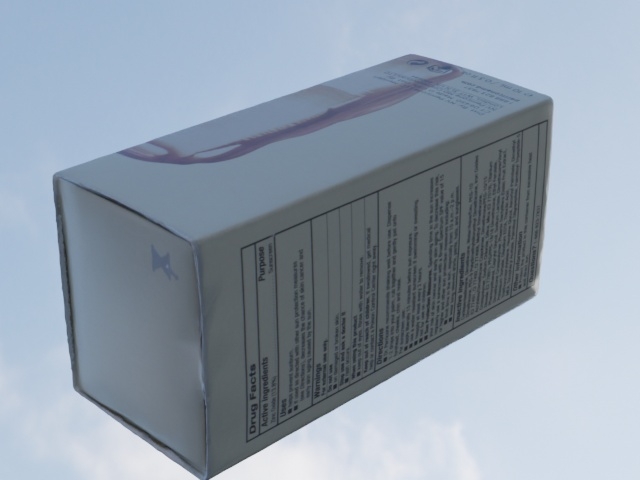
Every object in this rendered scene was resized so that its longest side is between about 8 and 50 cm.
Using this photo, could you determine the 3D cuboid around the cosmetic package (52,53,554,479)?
[{"bbox_3d":[0.000,0.000,0.789,0.296,0.129,0.153,-23,-55,-40],"label":"cosmetic package"}]
